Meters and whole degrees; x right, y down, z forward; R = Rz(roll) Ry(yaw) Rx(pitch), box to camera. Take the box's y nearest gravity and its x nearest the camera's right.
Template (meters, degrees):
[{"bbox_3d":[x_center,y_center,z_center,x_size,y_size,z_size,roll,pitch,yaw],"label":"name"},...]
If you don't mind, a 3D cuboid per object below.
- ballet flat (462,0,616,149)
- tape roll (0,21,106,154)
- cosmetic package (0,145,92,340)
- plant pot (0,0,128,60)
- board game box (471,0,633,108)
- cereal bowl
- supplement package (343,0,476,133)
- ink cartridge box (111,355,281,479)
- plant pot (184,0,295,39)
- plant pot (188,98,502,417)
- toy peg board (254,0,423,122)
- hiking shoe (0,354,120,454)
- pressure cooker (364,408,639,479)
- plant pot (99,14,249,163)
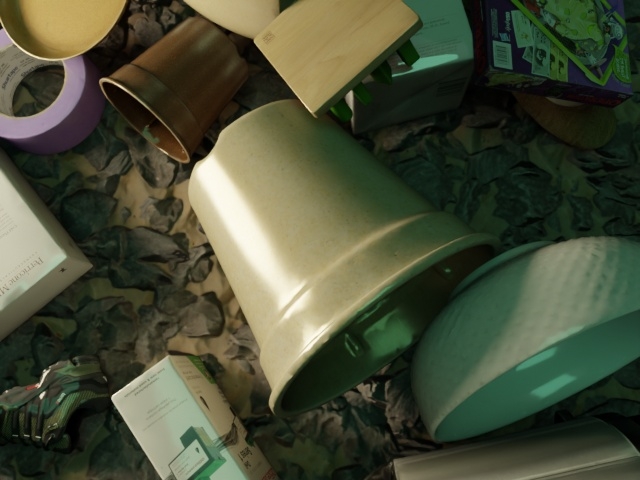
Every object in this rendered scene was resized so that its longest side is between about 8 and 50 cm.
[{"bbox_3d":[0.317,-0.284,0.903,0.116,0.124,0.342,-32,79,-4],"label":"ballet flat"},{"bbox_3d":[-0.440,-0.234,0.960,0.189,0.080,0.188,-1,79,4],"label":"tape roll"},{"bbox_3d":[-0.577,0.046,0.904,0.377,0.097,0.284,-39,78,-4],"label":"cosmetic package"},{"bbox_3d":[-0.369,-0.375,0.900,0.236,0.032,0.236,0,89,16],"label":"plant pot"},{"bbox_3d":[0.300,-0.355,0.822,0.208,0.056,0.346,5,74,-10],"label":"board game box"},{"bbox_3d":[0.253,0.104,0.739,0.339,0.339,0.141,-24,59,-2],"label":"cereal bowl"},{"bbox_3d":[0.094,-0.337,0.899,0.175,0.177,0.292,-14,79,1],"label":"supplement package"},{"bbox_3d":[-0.153,0.265,0.805,0.093,0.160,0.219,-36,80,-4],"label":"ink cartridge box"},{"bbox_3d":[-0.128,-0.424,0.852,0.191,0.284,0.284,7,79,3],"label":"plant pot"},{"bbox_3d":[0.000,0.000,0.792,0.334,0.334,0.305,-36,67,-4],"label":"plant pot"},{"bbox_3d":[0.029,-0.239,0.768,0.161,0.079,0.160,-40,58,8],"label":"toy peg board"},{"bbox_3d":[-0.395,0.256,0.858,0.227,0.086,0.114,-31,76,-4],"label":"hiking shoe"},{"bbox_3d":[0.280,0.383,0.649,0.421,0.375,0.369,-14,76,1],"label":"pressure cooker"},{"bbox_3d":[-0.203,-0.229,0.913,0.167,0.167,0.165,37,74,9],"label":"plant pot"}]
